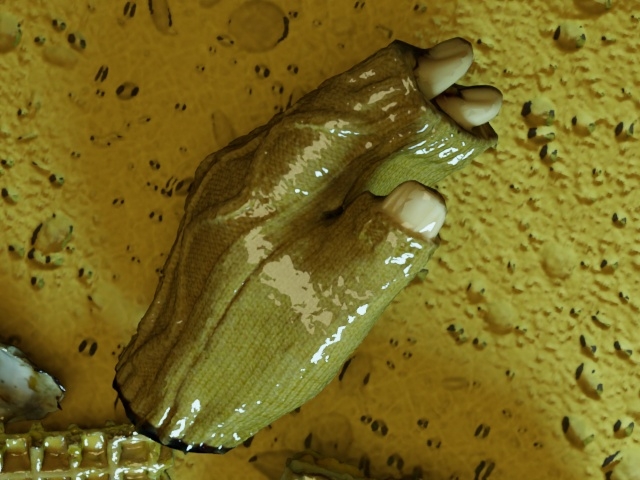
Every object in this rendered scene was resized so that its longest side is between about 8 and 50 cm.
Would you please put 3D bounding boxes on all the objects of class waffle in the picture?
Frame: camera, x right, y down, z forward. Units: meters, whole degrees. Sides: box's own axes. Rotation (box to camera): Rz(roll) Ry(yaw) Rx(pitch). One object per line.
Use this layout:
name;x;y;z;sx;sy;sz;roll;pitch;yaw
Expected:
waffle;-0.208;0.175;1.072;0.192;0.046;0.160;-34;112;11

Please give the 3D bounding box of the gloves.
gloves;-0.016;-0.003;0.977;0.155;0.203;0.356;40;104;-19

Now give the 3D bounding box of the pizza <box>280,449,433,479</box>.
pizza;0.056;0.309;1.072;0.258;0.087;0.268;19;99;-4

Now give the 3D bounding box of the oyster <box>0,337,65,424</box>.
oyster;-0.342;0.092;1.073;0.294;0.094;0.166;17;114;-11
